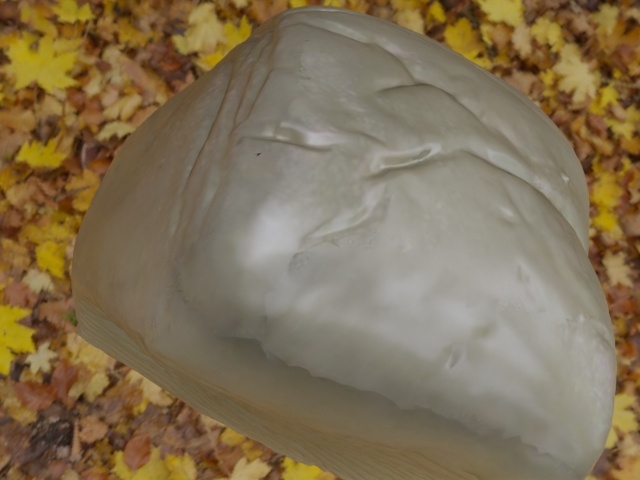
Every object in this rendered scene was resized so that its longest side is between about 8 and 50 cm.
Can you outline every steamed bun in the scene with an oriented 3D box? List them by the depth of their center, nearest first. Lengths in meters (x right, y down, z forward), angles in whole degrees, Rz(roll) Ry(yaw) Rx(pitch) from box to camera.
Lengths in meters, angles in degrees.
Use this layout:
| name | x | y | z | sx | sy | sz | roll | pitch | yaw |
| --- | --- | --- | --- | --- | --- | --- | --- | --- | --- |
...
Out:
| name | x | y | z | sx | sy | sz | roll | pitch | yaw |
| --- | --- | --- | --- | --- | --- | --- | --- | --- | --- |
| steamed bun | 0.003 | -0.004 | 0.518 | 0.247 | 0.383 | 0.236 | 28 | 74 | -13 |
